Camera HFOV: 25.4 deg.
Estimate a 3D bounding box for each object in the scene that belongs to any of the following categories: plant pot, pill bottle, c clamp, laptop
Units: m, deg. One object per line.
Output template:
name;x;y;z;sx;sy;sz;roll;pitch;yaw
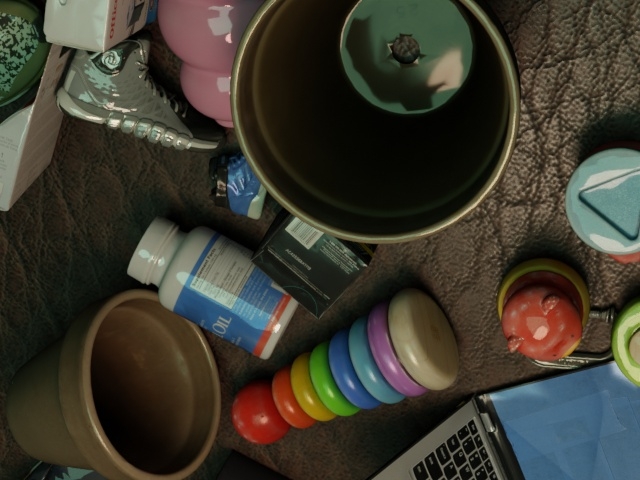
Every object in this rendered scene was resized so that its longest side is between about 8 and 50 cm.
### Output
plant pot;0.084;-0.192;1.662;0.323;0.280;0.323;4;111;11
pill bottle;-0.139;0.057;1.894;0.221;0.124;0.124;28;114;2
plant pot;-0.302;0.218;1.947;0.229;0.263;0.263;-18;107;37
c clamp;0.326;0.112;1.867;0.160;0.022;0.137;8;113;8
laptop;0.303;0.402;1.873;0.236;0.408;0.382;-3;115;54

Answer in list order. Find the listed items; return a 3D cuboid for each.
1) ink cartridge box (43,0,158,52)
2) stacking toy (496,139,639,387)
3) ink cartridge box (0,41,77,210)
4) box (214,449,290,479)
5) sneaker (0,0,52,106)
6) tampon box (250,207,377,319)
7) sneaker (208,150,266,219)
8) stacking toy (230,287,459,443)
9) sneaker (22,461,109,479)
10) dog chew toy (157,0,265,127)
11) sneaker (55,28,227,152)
ink cartridge box;-0.260;-0.322;1.737;0.082;0.191;0.140;14;113;7
stacking toy;0.383;0.051;1.741;0.279;0.130;0.309;29;106;7
ink cartridge box;-0.368;-0.176;1.820;0.066;0.189;0.232;17;114;1
box;-0.114;0.434;2.042;0.153;0.108;0.207;29;114;1
sneaker;-0.543;-0.208;1.848;0.410;0.182;0.158;-14;107;17
tampon box;0.000;0.000;1.820;0.120;0.161;0.101;40;113;-6
sneaker;-0.103;-0.105;1.858;0.084;0.058;0.152;15;120;-3
stacking toy;0.016;0.184;1.917;0.330;0.141;0.141;-25;104;27
sneaker;-0.425;0.423;2.100;0.126;0.127;0.321;44;112;-5
dog chew toy;-0.109;-0.295;1.717;0.206;0.207;0.332;6;120;10
sneaker;-0.213;-0.197;1.815;0.228;0.086;0.132;14;103;-20
